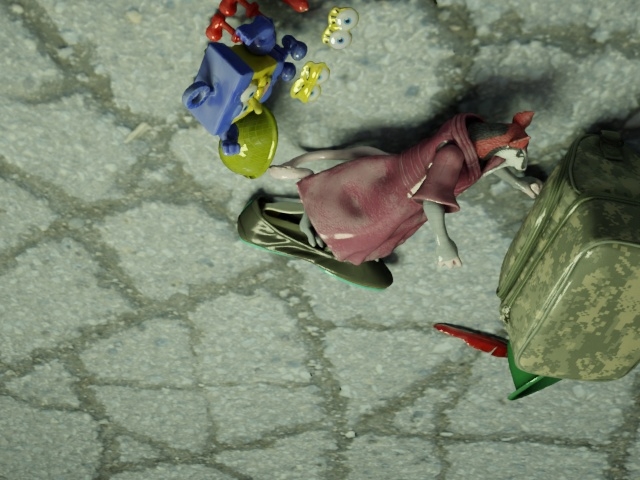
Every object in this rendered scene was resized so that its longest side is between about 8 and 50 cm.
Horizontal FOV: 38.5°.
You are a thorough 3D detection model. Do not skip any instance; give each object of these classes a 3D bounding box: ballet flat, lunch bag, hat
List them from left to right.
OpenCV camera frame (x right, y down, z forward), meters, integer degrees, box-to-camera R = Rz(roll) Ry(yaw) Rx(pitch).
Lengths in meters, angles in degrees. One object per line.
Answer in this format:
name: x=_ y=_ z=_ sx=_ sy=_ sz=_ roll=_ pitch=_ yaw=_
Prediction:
ballet flat: x=0.000 y=0.000 z=1.513 sx=0.281 sy=0.095 sz=0.096 roll=19 pitch=121 yaw=-5
hat: x=0.361 y=0.169 z=1.635 sx=0.209 sy=0.183 sz=0.173 roll=-12 pitch=155 yaw=-35
lunch bag: x=0.387 y=0.025 z=1.339 sx=0.213 sy=0.256 sz=0.305 roll=9 pitch=133 yaw=-10

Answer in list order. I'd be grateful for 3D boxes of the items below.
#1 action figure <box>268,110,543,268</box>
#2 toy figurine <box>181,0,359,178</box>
action figure: x=0.157 y=-0.105 z=1.350 sx=0.370 sy=0.248 sz=0.275 roll=-34 pitch=91 yaw=36
toy figurine: x=-0.132 y=-0.212 z=1.216 sx=0.191 sy=0.217 sz=0.362 roll=42 pitch=132 yaw=9
